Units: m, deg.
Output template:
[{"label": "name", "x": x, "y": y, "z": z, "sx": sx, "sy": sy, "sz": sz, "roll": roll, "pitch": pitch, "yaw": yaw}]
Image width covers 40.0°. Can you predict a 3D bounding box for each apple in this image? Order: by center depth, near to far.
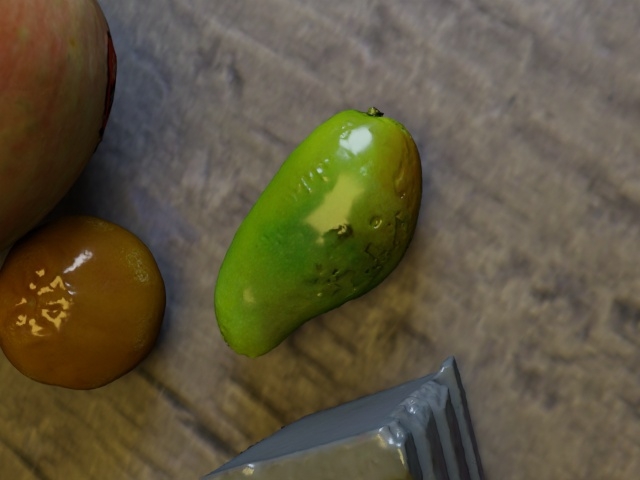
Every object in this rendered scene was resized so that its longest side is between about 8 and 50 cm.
[{"label": "apple", "x": -0.371, "y": -0.133, "z": 0.703, "sx": 0.391, "sy": 0.391, "sz": 0.346, "roll": 37, "pitch": 95, "yaw": 14}]

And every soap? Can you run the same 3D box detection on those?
[{"label": "soap", "x": 0.049, "y": 0.261, "z": 0.632, "sx": 0.159, "sy": 0.258, "sz": 0.302, "roll": -17, "pitch": 85, "yaw": 15}]

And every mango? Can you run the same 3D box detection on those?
[{"label": "mango", "x": 0.000, "y": 0.000, "z": 0.728, "sx": 0.125, "sy": 0.111, "sz": 0.233, "roll": 36, "pitch": 97, "yaw": 20}]

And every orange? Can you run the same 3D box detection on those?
[{"label": "orange", "x": -0.218, "y": 0.056, "z": 0.779, "sx": 0.159, "sy": 0.136, "sz": 0.159, "roll": -1, "pitch": 87, "yaw": 14}]
